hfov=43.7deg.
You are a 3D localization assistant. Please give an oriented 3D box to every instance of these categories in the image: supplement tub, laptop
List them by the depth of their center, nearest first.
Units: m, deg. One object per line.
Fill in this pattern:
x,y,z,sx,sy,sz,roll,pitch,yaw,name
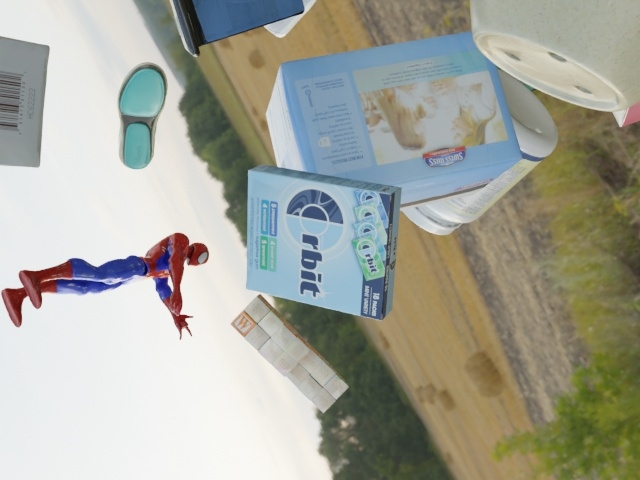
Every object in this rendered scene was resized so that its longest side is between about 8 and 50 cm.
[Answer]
-0.149,-0.502,1.199,0.408,0.236,0.382,-125,18,-71,laptop
0.322,-0.186,1.733,0.235,0.325,0.235,25,-140,-23,supplement tub

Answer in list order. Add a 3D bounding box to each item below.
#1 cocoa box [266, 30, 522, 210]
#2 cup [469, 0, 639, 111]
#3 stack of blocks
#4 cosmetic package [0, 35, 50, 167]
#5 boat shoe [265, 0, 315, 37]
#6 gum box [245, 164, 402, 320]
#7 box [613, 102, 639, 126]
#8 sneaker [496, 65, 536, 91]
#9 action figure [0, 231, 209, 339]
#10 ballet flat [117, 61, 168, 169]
0.108,-0.174,1.311,0.228,0.347,0.232,129,128,-75,cocoa box
0.277,-0.270,0.783,0.331,0.237,0.331,28,-177,-2,cup
-0.071,0.261,1.855,0.297,0.087,0.171,45,177,-1,stack of blocks
-0.704,-0.277,1.526,0.453,0.161,0.230,15,100,42,cosmetic package
-0.062,-0.535,1.767,0.063,0.184,0.066,22,-138,-35,boat shoe
0.000,0.000,0.961,0.041,0.184,0.157,-32,-51,-59,gum box
0.684,-0.349,1.586,0.127,0.232,0.149,56,-165,-69,box
0.386,-0.378,1.817,0.098,0.223,0.083,-70,-18,-67,sneaker
-0.231,0.072,0.993,0.280,0.091,0.139,-21,-98,-48,action figure
-0.331,-0.239,1.456,0.086,0.086,0.248,60,143,31,ballet flat
